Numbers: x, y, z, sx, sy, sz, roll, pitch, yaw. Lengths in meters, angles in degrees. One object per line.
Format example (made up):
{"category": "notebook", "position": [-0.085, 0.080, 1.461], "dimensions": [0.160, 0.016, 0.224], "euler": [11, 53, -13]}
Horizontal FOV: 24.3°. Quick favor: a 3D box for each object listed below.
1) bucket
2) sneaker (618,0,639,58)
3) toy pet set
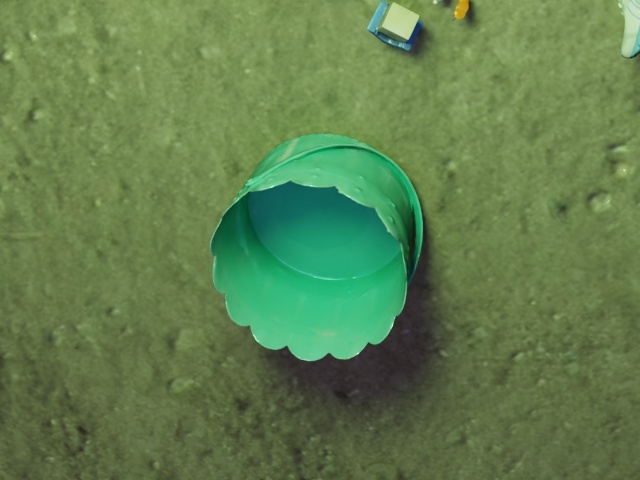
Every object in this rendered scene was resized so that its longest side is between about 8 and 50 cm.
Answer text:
{"category": "bucket", "position": [0.000, 0.000, 1.995], "dimensions": [0.281, 0.183, 0.281], "euler": [5, 122, 8]}
{"category": "sneaker", "position": [0.376, -0.317, 1.804], "dimensions": [0.083, 0.071, 0.191], "euler": [11, 114, 12]}
{"category": "toy pet set", "position": [0.119, -0.300, 1.878], "dimensions": [0.122, 0.065, 0.114], "euler": [26, 87, -8]}
